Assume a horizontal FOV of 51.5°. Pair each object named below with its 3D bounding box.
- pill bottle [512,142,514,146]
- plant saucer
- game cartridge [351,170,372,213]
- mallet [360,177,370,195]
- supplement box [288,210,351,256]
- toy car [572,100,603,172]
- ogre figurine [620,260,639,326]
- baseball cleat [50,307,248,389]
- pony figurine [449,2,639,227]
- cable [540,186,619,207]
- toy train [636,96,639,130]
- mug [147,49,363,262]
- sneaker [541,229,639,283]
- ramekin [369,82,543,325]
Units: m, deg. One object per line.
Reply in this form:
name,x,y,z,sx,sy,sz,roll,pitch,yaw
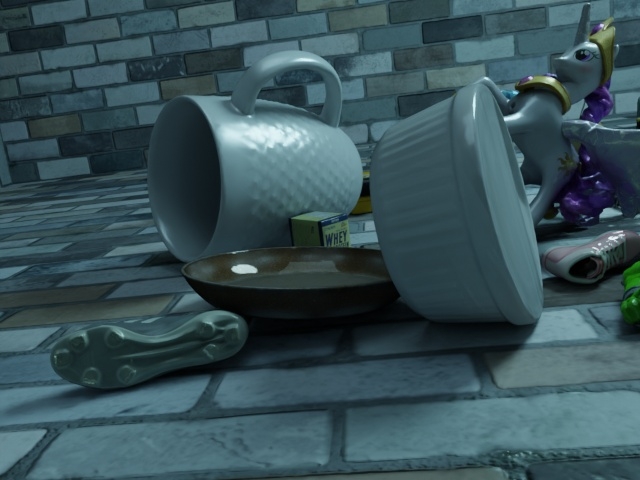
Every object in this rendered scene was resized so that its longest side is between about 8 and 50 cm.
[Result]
pill bottle,0.450,-0.226,1.675,0.078,0.137,0.078,-7,14,2
plant saucer,-0.023,0.051,0.865,0.311,0.050,0.310,0,8,0
game cartridge,0.175,-0.129,1.595,0.286,0.052,0.323,-7,12,-1
mallet,0.084,-0.128,1.494,0.063,0.039,0.189,-6,11,-9
supplement box,0.000,0.000,1.062,0.056,0.083,0.083,-18,16,-38
toy car,0.592,-0.213,1.427,0.149,0.188,0.155,-8,13,-1
ogre figurine,0.405,0.023,0.706,0.197,0.097,0.118,-50,1,11
baseball cleat,-0.183,0.118,0.733,0.206,0.072,0.109,-4,-1,-9
pony figurine,0.344,-0.123,0.972,0.364,0.350,0.303,-32,16,-16
cable,0.494,-0.086,1.211,0.151,0.047,0.185,-2,7,-39
toy train,0.781,-0.252,1.483,0.142,0.190,0.334,5,18,34
mug,-0.085,-0.151,1.159,0.328,0.373,0.276,-6,40,-38
sneaker,0.360,0.024,0.846,0.135,0.050,0.070,-11,15,-4
ramekin,0.155,-0.029,0.749,0.127,0.272,0.273,-14,9,26
